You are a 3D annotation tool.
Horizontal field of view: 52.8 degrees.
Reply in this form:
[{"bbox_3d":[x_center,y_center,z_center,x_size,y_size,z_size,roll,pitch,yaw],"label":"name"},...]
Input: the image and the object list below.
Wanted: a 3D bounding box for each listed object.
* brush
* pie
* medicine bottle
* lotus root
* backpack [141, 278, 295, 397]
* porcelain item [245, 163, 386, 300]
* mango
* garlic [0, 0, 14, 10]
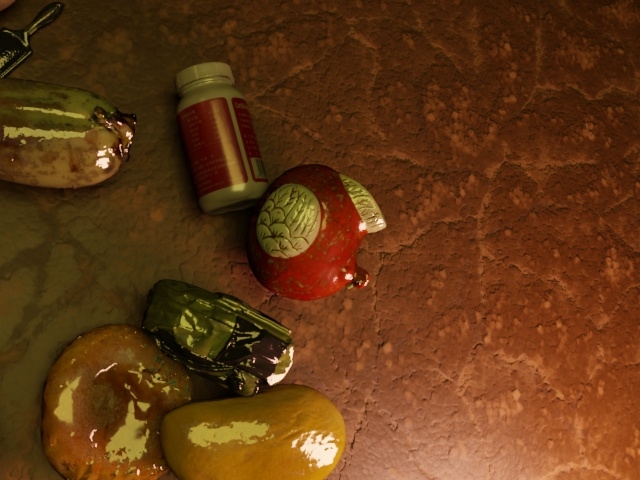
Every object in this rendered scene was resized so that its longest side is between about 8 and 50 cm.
[{"bbox_3d":[-0.508,-0.345,1.093,0.063,0.016,0.193,42,66,-13],"label":"brush"},{"bbox_3d":[-0.318,0.267,1.031,0.273,0.069,0.274,5,81,-33],"label":"pie"},{"bbox_3d":[-0.180,-0.179,1.152,0.131,0.131,0.250,-14,85,-27],"label":"medicine bottle"},{"bbox_3d":[-0.452,-0.175,1.012,0.309,0.173,0.173,5,78,-25],"label":"lotus root"},{"bbox_3d":[-0.172,0.154,1.057,0.253,0.207,0.140,27,82,-11],"label":"backpack"},{"bbox_3d":[0.000,0.000,1.131,0.252,0.253,0.253,5,77,-24],"label":"porcelain item"},{"bbox_3d":[-0.103,0.341,1.069,0.331,0.142,0.195,-2,100,-30],"label":"mango"},{"bbox_3d":[-0.610,-0.465,0.947,0.313,0.249,0.286,21,115,-18],"label":"garlic"}]
